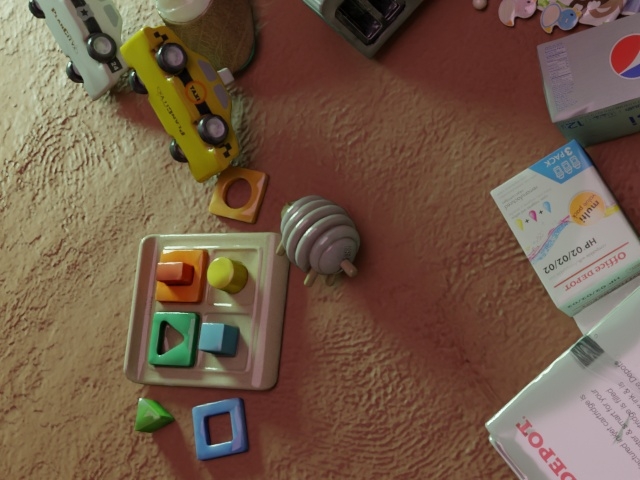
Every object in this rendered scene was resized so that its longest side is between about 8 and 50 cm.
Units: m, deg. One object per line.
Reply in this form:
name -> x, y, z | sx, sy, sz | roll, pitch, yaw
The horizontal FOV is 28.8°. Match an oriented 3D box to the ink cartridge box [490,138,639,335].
ink cartridge box -> 0.264, 0.003, 1.257 | 0.104, 0.061, 0.181 | -34, 66, 14

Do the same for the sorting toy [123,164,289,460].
sorting toy -> -0.137, 0.076, 1.437 | 0.196, 0.047, 0.347 | 0, 77, 25

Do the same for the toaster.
toaster -> 0.050, -0.313, 1.370 | 0.168, 0.186, 0.110 | -48, 58, 7

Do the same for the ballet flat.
ballet flat -> -0.177, -0.360, 1.521 | 0.116, 0.124, 0.342 | -23, 69, 19

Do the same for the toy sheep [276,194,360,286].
toy sheep -> 0.000, 0.000, 1.371 | 0.091, 0.091, 0.132 | -50, 57, 6

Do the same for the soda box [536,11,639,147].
soda box -> 0.368, -0.181, 1.234 | 0.286, 0.098, 0.091 | -16, 70, 21

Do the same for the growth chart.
growth chart -> 0.290, -0.302, 1.346 | 0.237, 0.021, 0.172 | 13, 82, 29

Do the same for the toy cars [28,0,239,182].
toy cars -> -0.219, -0.224, 1.508 | 0.087, 0.176, 0.394 | -33, 55, -31

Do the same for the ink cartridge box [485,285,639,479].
ink cartridge box -> 0.332, 0.163, 1.151 | 0.289, 0.121, 0.211 | -43, 64, 10
